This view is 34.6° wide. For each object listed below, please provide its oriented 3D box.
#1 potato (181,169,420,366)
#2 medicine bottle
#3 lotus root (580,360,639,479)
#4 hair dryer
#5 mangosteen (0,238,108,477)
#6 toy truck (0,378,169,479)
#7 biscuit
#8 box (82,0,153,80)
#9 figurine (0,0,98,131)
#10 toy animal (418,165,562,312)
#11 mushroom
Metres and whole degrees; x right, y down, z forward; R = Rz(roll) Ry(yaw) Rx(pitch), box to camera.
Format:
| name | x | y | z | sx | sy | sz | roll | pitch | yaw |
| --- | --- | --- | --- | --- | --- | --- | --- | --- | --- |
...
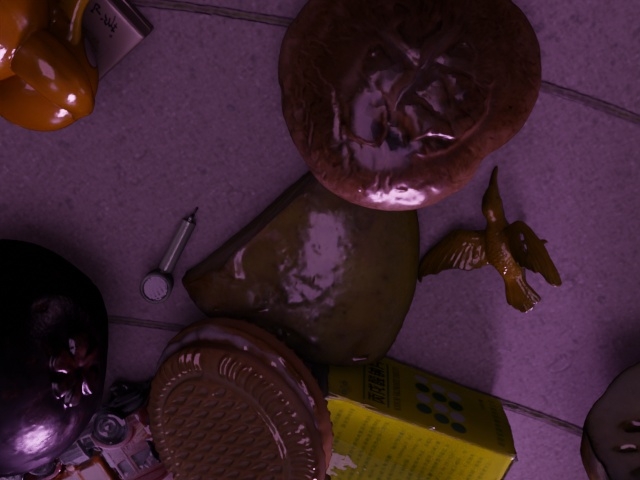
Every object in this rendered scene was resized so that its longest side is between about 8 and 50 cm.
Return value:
| name | x | y | z | sx | sy | sz | roll | pitch | yaw |
| --- | --- | --- | --- | --- | --- | --- | --- | --- | --- |
| potato | 0.000 | 0.000 | 1.180 | 0.270 | 0.112 | 0.255 | 18 | 111 | -8 |
| medicine bottle | 0.095 | 0.236 | 1.255 | 0.250 | 0.137 | 0.141 | 20 | 116 | -6 |
| lotus root | 0.440 | 0.246 | 1.234 | 0.267 | 0.149 | 0.260 | -21 | 143 | -1 |
| hair dryer | -0.176 | 0.015 | 1.227 | 0.038 | 0.063 | 0.124 | 26 | 91 | -7 |
| mangosteen | -0.380 | 0.131 | 1.183 | 0.233 | 0.287 | 0.287 | -7 | 118 | -35 |
| toy truck | -0.302 | 0.284 | 1.303 | 0.270 | 0.114 | 0.135 | -27 | 106 | 13 |
| biscuit | -0.094 | 0.213 | 1.169 | 0.259 | 0.079 | 0.259 | 13 | 116 | 28 |
| box | -0.300 | -0.255 | 1.110 | 0.141 | 0.058 | 0.201 | -40 | 105 | 16 |
| figurine | -0.312 | -0.214 | 0.994 | 0.228 | 0.215 | 0.215 | 8 | 121 | -48 |
| toy animal | 0.211 | -0.001 | 1.189 | 0.095 | 0.155 | 0.219 | 26 | 157 | -34 |
| mushroom | 0.091 | -0.164 | 1.083 | 0.278 | 0.146 | 0.278 | 0 | 91 | -1 |
